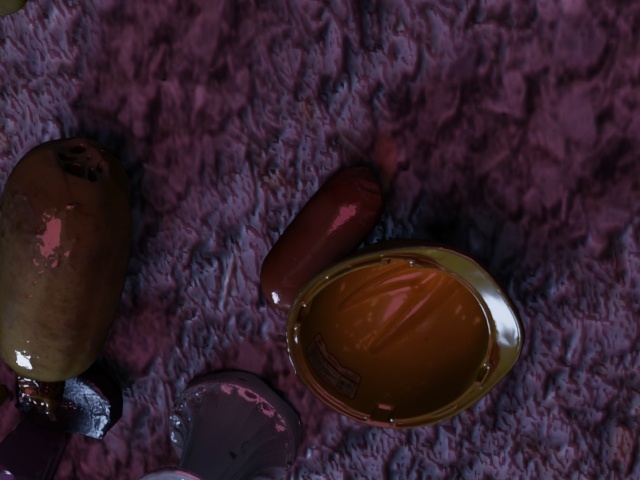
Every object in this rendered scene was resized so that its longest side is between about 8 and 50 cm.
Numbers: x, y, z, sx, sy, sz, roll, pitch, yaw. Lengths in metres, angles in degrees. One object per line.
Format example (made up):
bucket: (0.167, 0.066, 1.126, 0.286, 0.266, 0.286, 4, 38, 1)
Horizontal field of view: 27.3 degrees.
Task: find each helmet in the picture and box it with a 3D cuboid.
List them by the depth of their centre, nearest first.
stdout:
helmet: (0.096, 0.071, 1.365, 0.257, 0.140, 0.205, -29, 105, 29)

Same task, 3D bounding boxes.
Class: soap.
soap: (-0.393, 0.331, 1.663, 0.065, 0.122, 0.203, 27, 119, 5)

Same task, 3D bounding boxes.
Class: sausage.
sausage: (0.000, 0.000, 1.400, 0.077, 0.077, 0.194, 39, 120, -4)

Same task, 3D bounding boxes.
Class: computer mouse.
computer mouse: (-0.301, 0.186, 1.602, 0.172, 0.057, 0.099, -6, 115, 33)

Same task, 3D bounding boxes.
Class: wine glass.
wine glass: (-0.121, 0.262, 1.500, 0.165, 0.196, 0.165, 6, 117, 12)

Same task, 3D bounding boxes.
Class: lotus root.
lotus root: (-0.296, 0.045, 1.459, 0.151, 0.169, 0.342, 10, 119, -15)

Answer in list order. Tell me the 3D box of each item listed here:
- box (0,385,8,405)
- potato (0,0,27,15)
box: (-0.479, 0.211, 1.649, 0.155, 0.087, 0.023, -2, 112, 19)
potato: (-0.346, -0.322, 1.321, 0.157, 0.157, 0.194, -1, 128, 18)
